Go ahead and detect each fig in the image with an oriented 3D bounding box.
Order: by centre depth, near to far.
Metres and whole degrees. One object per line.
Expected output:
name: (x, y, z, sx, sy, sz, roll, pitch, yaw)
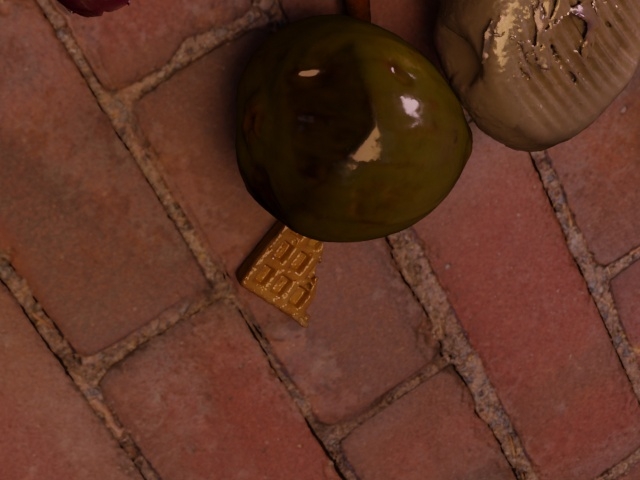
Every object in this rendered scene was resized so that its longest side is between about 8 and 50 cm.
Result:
fig: (0.044, -0.118, 1.644, 0.271, 0.239, 0.239, -1, 116, -34)

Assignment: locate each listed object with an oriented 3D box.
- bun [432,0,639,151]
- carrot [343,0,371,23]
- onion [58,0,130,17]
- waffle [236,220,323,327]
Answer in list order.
bun: (0.238, -0.238, 1.708, 0.273, 0.168, 0.273, -17, 121, -30)
carrot: (0.026, -0.297, 1.659, 0.047, 0.047, 0.191, -22, 125, -12)
onion: (-0.217, -0.320, 1.447, 0.200, 0.200, 0.207, 54, 46, -33)
waffle: (0.000, 0.000, 1.799, 0.125, 0.032, 0.191, 36, 99, -31)
